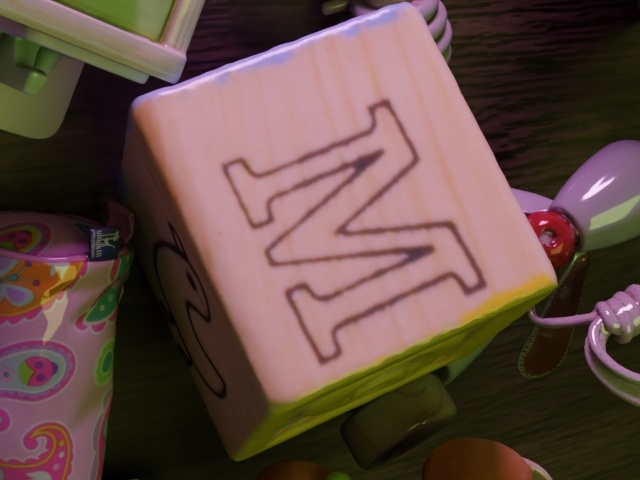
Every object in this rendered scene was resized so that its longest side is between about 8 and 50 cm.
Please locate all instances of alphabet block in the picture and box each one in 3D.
[{"bbox_3d":[0.000,0.000,0.877,0.193,0.192,0.197,-23,78,-16],"label":"alphabet block"}]

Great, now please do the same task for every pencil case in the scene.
[{"bbox_3d":[-0.181,0.116,0.891,0.124,0.124,0.284,-4,107,-38],"label":"pencil case"}]

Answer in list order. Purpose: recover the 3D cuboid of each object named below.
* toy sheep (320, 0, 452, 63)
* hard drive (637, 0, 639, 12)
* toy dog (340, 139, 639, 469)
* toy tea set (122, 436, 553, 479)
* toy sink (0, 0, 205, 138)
[{"bbox_3d":[0.051,-0.140,1.003,0.091,0.091,0.132,-36,139,-23],"label":"toy sheep"},{"bbox_3d":[0.247,-0.259,1.029,0.064,0.237,0.339,-12,123,15],"label":"hard drive"},{"bbox_3d":[0.110,0.050,1.065,0.333,0.161,0.220,-9,75,-8],"label":"toy dog"},{"bbox_3d":[0.009,0.210,0.998,0.124,0.336,0.200,-70,144,-53],"label":"toy tea set"},{"bbox_3d":[-0.150,-0.171,0.796,0.153,0.131,0.234,19,94,-41],"label":"toy sink"}]
